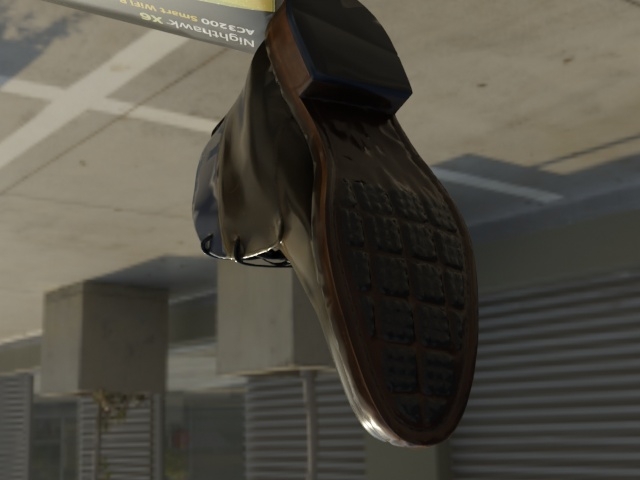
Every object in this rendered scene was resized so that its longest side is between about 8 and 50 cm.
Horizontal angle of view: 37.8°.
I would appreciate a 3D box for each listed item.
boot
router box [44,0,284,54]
[{"bbox_3d":[0.000,0.000,0.416,0.082,0.219,0.106,12,143,-32],"label":"boot"},{"bbox_3d":[-0.161,-0.222,0.514,0.309,0.081,0.243,14,165,2],"label":"router box"}]
